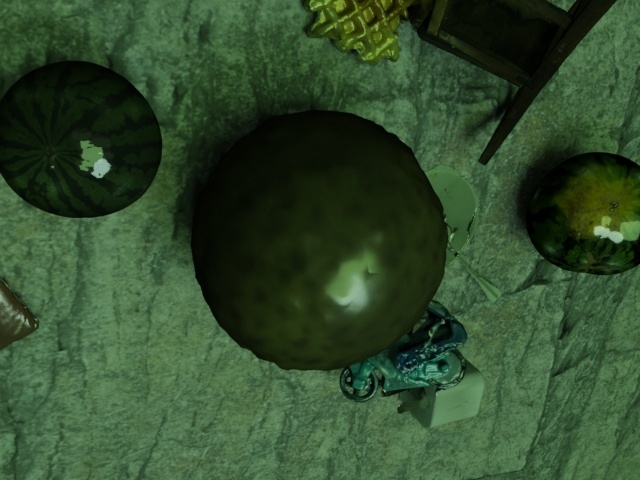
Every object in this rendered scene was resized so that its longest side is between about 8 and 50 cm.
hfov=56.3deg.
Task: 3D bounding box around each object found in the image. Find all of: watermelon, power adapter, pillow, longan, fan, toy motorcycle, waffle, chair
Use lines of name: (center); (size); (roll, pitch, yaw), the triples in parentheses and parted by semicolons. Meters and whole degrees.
watermelon: (-0.313, -0.130, 0.786); (0.212, 0.212, 0.212); (-11, 117, -23)
power adapter: (0.239, 0.338, 1.338); (0.205, 0.130, 0.125); (-5, 115, -24)
pillow: (-0.530, 0.079, 0.870); (0.126, 0.043, 0.232); (-34, 125, -11)
longan: (0.000, 0.000, 0.918); (0.391, 0.391, 0.391); (-11, 117, -23)
fan: (0.279, 0.016, 1.278); (0.233, 0.012, 0.414); (-44, 122, -1)
toy motorcycle: (0.159, 0.210, 1.202); (0.260, 0.154, 0.206); (-8, 84, 3)
waffle: (0.091, -0.417, 0.957); (0.250, 0.056, 0.261); (3, 113, -29)
chair: (0.291, -0.352, 0.992); (0.241, 0.416, 0.203); (31, 64, 4)
watermelon: (0.570, -0.054, 1.254); (0.269, 0.269, 0.268); (-11, 117, -23)

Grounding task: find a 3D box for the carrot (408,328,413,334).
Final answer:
carrot: (0.189, 0.148, 1.274); (0.048, 0.048, 0.139); (2, 111, -28)
